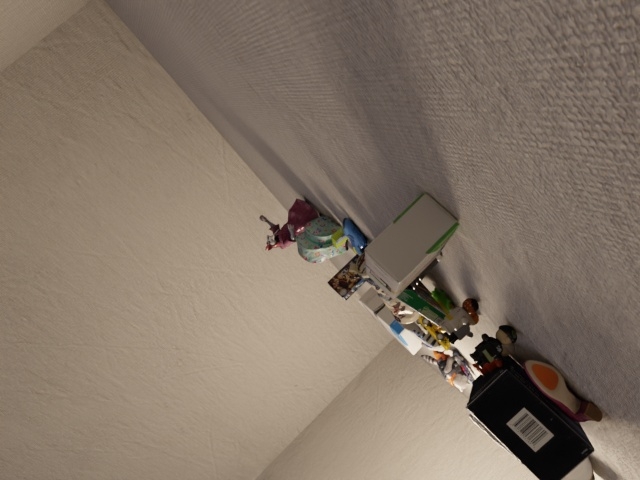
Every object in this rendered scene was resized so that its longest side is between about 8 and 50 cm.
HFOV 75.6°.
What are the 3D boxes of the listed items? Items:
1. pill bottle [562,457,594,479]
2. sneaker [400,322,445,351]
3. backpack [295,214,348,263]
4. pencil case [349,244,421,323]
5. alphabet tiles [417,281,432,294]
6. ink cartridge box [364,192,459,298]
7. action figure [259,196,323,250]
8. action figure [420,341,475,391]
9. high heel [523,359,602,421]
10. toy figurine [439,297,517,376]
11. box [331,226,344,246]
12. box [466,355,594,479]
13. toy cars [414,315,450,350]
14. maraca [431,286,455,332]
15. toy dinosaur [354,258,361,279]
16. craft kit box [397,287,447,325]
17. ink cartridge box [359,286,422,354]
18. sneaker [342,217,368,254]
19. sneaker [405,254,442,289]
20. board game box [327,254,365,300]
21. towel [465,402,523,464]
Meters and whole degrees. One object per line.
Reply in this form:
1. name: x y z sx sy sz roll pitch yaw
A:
1. pill bottle: 1.056 0.973 1.734 0.162 0.162 0.278 39 171 50
2. sneaker: 0.554 0.496 2.201 0.315 0.127 0.182 38 168 45
3. backpack: 0.000 0.000 2.181 0.225 0.253 0.191 42 153 45
4. pencil case: 0.299 0.195 1.753 0.183 0.160 0.410 -14 131 34
5. alphabet tiles: 0.293 0.100 1.504 0.237 0.009 0.198 30 -163 -41
6. ink cartridge box: 0.222 0.028 1.061 0.117 0.201 0.278 45 174 16
7. action figure: -0.170 -0.061 2.346 0.248 0.370 0.276 39 169 41
8. action figure: 0.722 0.715 2.307 0.341 0.178 0.330 52 -178 -28
9. high heel: 0.676 0.433 1.198 0.244 0.082 0.117 33 163 6
10. toy figurine: 0.492 0.294 1.288 0.209 0.148 0.213 49 179 37
11. box: 0.103 -0.024 1.974 0.042 0.109 0.178 47 174 11
12. box: 0.642 0.537 1.300 0.296 0.183 0.294 44 -168 19
13. toy cars: 0.518 0.389 1.991 0.176 0.087 0.393 53 176 -14
14. maraca: 0.458 0.265 1.538 0.127 0.099 0.186 -157 50 -67
15. toy dinosaur: 0.255 0.143 1.952 0.160 0.121 0.313 9 176 18
16. craft kit box: 0.313 0.166 1.485 0.250 0.061 0.247 34 -168 -29
17. ink cartridge box: 0.458 0.482 2.575 0.395 0.166 0.285 38 170 47
18. sneaker: 0.167 -0.021 1.852 0.082 0.069 0.209 -2 132 36
19. sneaker: 0.271 0.079 1.332 0.104 0.147 0.296 45 175 -4
20. board game box: 0.176 0.207 2.344 0.165 0.243 0.042 39 170 47
21. towel: 0.765 0.709 1.672 0.121 0.235 0.283 43 177 -33
